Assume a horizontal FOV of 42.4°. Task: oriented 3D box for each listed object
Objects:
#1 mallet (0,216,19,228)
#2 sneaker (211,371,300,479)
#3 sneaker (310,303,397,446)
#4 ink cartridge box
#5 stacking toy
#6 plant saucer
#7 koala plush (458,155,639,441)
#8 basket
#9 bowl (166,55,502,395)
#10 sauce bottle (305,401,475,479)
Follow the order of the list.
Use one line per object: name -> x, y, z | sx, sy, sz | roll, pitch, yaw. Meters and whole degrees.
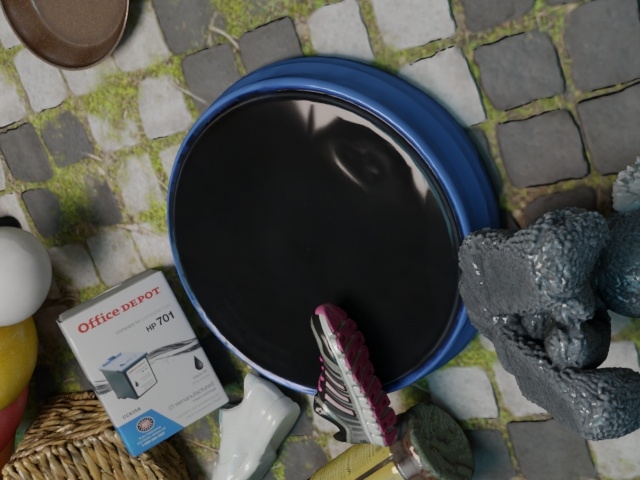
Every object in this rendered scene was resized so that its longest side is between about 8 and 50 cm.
mallet -> -0.512, -0.050, 1.156 | 0.190, 0.062, 0.039 | 34, 121, 12
sneaker -> -0.106, 0.262, 1.081 | 0.094, 0.080, 0.212 | 40, 117, 21
sneaker -> 0.018, 0.149, 0.875 | 0.075, 0.063, 0.170 | -17, 107, 25
ink cartridge box -> -0.224, 0.150, 1.039 | 0.190, 0.140, 0.082 | 64, 162, -10
stacking toy -> -0.489, 0.147, 1.079 | 0.350, 0.350, 0.480 | 44, 117, 4
plant saucer -> -0.293, -0.299, 0.955 | 0.199, 0.036, 0.198 | 11, 116, 23
koala plush -> 0.256, 0.029, 0.732 | 0.221, 0.203, 0.196 | -25, 104, -11
basket -> -0.289, 0.367, 1.199 | 0.213, 0.223, 0.299 | -19, 103, -2
bowl -> 0.000, 0.000, 0.906 | 0.391, 0.077, 0.391 | 11, 115, 23
sauce bottle -> 0.033, 0.318, 1.003 | 0.111, 0.111, 0.344 | 49, 124, 1
